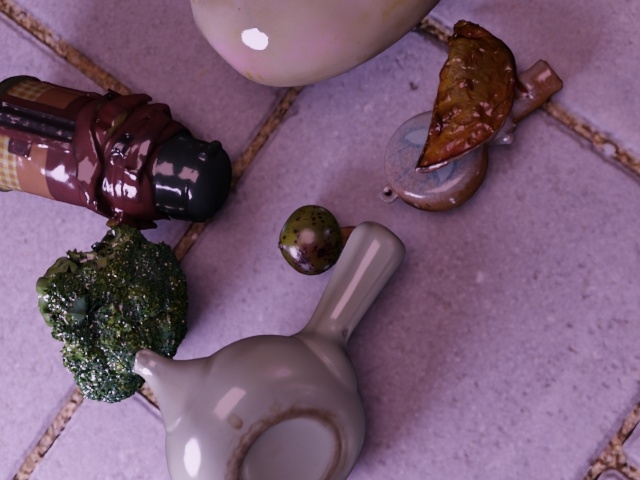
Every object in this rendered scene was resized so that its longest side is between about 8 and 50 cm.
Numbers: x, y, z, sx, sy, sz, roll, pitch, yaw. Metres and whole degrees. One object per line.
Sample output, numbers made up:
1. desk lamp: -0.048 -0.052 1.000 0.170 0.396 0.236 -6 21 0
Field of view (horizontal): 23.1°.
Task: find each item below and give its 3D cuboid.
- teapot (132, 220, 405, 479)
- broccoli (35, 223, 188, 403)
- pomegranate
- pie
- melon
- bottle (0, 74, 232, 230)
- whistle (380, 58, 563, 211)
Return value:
1. teapot: -0.019 0.149 1.572 0.318 0.220 0.149 -29 38 -15
2. broccoli: -0.216 0.074 1.616 0.156 0.195 0.195 9 85 9
3. pomegranate: -0.001 0.004 1.628 0.084 0.073 0.073 21 88 -1
4. pie: 0.154 -0.152 1.576 0.088 0.033 0.191 4 61 23
5. melon: 0.014 -0.293 1.586 0.317 0.223 0.223 -41 73 7
6. bottle: -0.229 -0.082 1.671 0.271 0.143 0.156 15 118 17
7. whistle: 0.152 -0.106 1.604 0.220 0.057 0.107 -38 59 4
